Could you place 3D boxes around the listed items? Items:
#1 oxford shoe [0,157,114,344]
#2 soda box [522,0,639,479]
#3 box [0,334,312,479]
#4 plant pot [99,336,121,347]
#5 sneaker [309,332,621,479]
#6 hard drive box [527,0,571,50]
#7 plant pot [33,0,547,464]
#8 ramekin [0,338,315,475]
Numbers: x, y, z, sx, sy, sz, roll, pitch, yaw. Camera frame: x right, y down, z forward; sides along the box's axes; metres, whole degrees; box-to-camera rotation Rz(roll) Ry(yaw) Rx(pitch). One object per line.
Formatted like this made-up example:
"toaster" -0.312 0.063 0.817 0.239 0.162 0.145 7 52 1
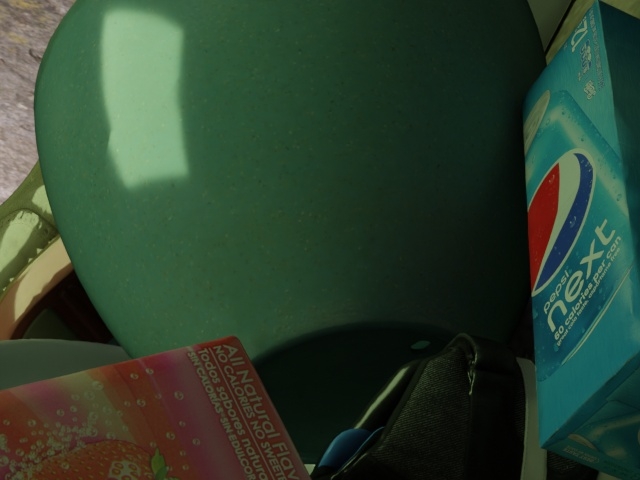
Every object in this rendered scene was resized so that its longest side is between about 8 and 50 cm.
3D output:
"oxford shoe" -0.111 -0.071 0.801 0.348 0.130 0.123 -42 -30 -3
"soda box" 0.130 -0.005 0.474 0.210 0.071 0.067 -82 19 -47
"box" -0.046 0.201 0.371 0.300 0.142 0.154 60 140 24
"plant pot" -0.134 0.157 0.912 0.196 0.293 0.293 36 105 49
"sneaker" 0.041 0.145 0.480 0.079 0.121 0.217 155 136 -73
"hard drive box" 0.079 -0.142 0.868 0.232 0.089 0.181 -99 33 -67
"plant pot" 0.000 0.000 0.615 0.290 0.290 0.195 -56 35 43
"ramekin" -0.086 0.161 0.662 0.277 0.277 0.135 -140 65 -77
